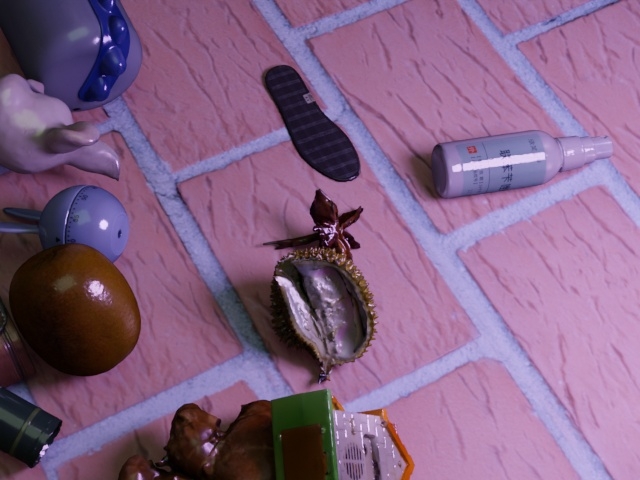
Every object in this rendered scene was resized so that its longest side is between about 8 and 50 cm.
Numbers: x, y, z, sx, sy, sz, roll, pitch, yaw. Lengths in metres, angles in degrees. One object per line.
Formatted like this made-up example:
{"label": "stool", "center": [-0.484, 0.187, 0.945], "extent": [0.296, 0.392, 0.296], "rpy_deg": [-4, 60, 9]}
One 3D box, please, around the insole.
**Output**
{"label": "insole", "center": [-0.018, -0.236, 2.153], "extent": [0.110, 0.012, 0.309], "rpy_deg": [-22, 65, -15]}

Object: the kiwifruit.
{"label": "kiwifruit", "center": [-0.405, 0.121, 1.794], "extent": [0.196, 0.234, 0.196], "rpy_deg": [-16, 32, 10]}

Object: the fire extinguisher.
{"label": "fire extinguisher", "center": [-0.570, 0.262, 1.747], "extent": [0.294, 0.093, 0.118], "rpy_deg": [29, 27, 0]}

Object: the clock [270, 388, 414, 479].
{"label": "clock", "center": [0.044, 0.361, 1.687], "extent": [0.106, 0.255, 0.219], "rpy_deg": [-16, 69, 30]}

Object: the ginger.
{"label": "ginger", "center": [-0.164, 0.399, 1.701], "extent": [0.274, 0.152, 0.357], "rpy_deg": [32, 62, 26]}

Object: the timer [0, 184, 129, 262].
{"label": "timer", "center": [-0.465, -0.007, 1.921], "extent": [0.256, 0.175, 0.175], "rpy_deg": [-16, 59, 17]}

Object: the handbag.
{"label": "handbag", "center": [-0.554, 0.141, 1.807], "extent": [0.072, 0.151, 0.193], "rpy_deg": [-24, 64, -16]}

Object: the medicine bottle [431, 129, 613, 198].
{"label": "medicine bottle", "center": [0.397, -0.158, 2.089], "extent": [0.352, 0.110, 0.110], "rpy_deg": [-8, 61, -10]}

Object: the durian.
{"label": "durian", "center": [0.007, 0.121, 1.888], "extent": [0.194, 0.138, 0.237], "rpy_deg": [2, 102, 4]}

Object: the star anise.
{"label": "star anise", "center": [-0.006, -0.007, 2.006], "extent": [0.140, 0.144, 0.158], "rpy_deg": [28, 58, -42]}

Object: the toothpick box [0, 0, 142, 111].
{"label": "toothpick box", "center": [-0.481, -0.414, 2.073], "extent": [0.263, 0.263, 0.354], "rpy_deg": [-23, 66, -17]}

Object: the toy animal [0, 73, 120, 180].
{"label": "toy animal", "center": [-0.559, -0.173, 1.946], "extent": [0.368, 0.196, 0.241], "rpy_deg": [-4, 76, 6]}
